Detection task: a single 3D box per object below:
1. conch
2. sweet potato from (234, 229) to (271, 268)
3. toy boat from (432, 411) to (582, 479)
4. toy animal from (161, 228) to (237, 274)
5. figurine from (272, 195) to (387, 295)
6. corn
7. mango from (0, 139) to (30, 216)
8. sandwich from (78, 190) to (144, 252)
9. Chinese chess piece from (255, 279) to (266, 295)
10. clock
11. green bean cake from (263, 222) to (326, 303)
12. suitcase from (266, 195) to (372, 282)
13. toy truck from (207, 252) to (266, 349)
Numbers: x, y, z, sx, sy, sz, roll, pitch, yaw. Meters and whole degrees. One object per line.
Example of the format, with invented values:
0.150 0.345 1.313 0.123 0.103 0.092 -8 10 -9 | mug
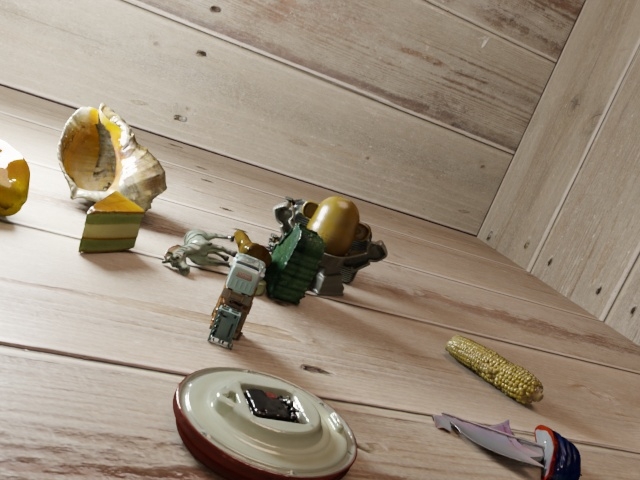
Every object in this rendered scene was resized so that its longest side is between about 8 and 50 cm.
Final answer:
-0.621 -0.205 1.957 0.297 0.210 0.352 -20 72 -42 | conch
-0.183 0.035 1.833 0.079 0.108 0.346 -24 12 -10 | sweet potato
0.407 0.430 1.418 0.318 0.072 0.219 15 12 -15 | toy boat
-0.305 0.030 1.809 0.169 0.090 0.255 18 11 0 | toy animal
0.018 0.006 1.981 0.342 0.285 0.167 15 17 -20 | figurine
0.462 0.343 1.807 0.288 0.087 0.086 30 16 34 | corn
-0.799 -0.142 1.609 0.236 0.136 0.166 31 30 18 | mango
-0.550 -0.049 1.667 0.144 0.117 0.187 26 16 29 | sandwich
-0.184 0.113 1.779 0.084 0.034 0.084 21 12 -5 | Chinese chess piece
-0.088 0.297 1.121 0.318 0.080 0.318 21 14 -5 | clock
-0.074 0.050 1.839 0.107 0.208 0.193 20 15 -19 | green bean cake
0.000 0.000 2.162 0.312 0.202 0.128 21 24 -6 | suitcase
-0.180 0.126 1.432 0.080 0.178 0.115 21 15 -3 | toy truck
